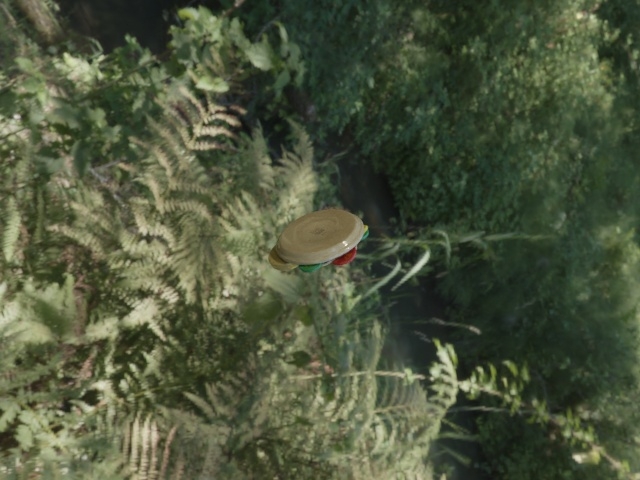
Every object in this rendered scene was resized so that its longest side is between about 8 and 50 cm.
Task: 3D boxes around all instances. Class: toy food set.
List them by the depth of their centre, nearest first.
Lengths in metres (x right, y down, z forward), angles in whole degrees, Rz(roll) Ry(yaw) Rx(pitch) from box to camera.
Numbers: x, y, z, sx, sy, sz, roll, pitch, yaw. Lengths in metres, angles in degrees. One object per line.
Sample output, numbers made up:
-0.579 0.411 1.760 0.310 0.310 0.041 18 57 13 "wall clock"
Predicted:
0.000 0.000 0.564 0.083 0.082 0.020 -48 132 -41 "toy food set"
